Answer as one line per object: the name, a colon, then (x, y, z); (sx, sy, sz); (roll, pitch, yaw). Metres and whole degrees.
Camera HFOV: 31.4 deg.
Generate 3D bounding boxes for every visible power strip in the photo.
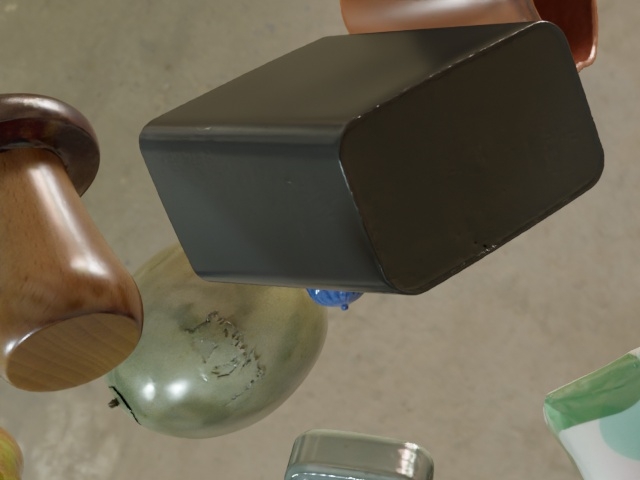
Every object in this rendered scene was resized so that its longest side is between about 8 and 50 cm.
power strip: (0.067, 0.292, 1.034); (0.193, 0.265, 0.059); (7, 33, 11)

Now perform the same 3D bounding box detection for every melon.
melon: (-0.147, 0.128, 1.541); (0.330, 0.268, 0.268); (-31, 59, -12)

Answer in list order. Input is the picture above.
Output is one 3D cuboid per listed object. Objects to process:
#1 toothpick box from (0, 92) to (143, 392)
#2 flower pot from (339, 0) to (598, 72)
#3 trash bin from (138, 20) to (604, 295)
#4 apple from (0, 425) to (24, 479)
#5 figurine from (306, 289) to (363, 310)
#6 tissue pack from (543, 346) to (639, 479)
toothpick box: (-0.286, -0.009, 1.117); (0.192, 0.192, 0.294); (-33, 59, 11)
flower pot: (0.117, -0.208, 0.930); (0.173, 0.190, 0.190); (-11, 67, 31)
trash bin: (0.022, -0.050, 0.647); (0.165, 0.115, 0.225); (-29, 16, -25)
apple: (-0.538, 0.374, 1.605); (0.264, 0.264, 0.264); (-9, 68, 22)
figurine: (-0.005, 0.005, 1.110); (0.077, 0.136, 0.079); (-29, 24, 49)
tissue pack: (0.461, 0.286, 1.375); (0.266, 0.194, 0.356); (-28, 74, 0)
